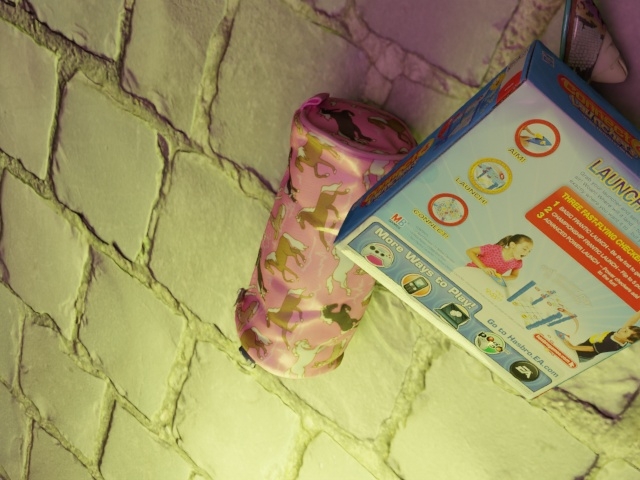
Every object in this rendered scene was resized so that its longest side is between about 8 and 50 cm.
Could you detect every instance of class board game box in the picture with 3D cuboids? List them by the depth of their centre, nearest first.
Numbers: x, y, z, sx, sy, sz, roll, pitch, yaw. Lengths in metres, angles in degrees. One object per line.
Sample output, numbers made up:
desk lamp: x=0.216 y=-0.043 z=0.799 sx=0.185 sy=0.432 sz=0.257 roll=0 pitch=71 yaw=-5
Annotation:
board game box: x=0.226 y=-0.003 z=0.961 sx=0.308 sy=0.086 sz=0.302 roll=39 pitch=131 yaw=-12

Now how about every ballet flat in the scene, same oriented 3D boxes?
ballet flat: x=0.279 y=-0.156 z=0.959 sx=0.079 sy=0.077 sz=0.221 roll=14 pitch=121 yaw=14

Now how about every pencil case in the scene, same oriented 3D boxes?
pencil case: x=0.000 y=0.000 z=1.180 sx=0.160 sy=0.167 sz=0.386 roll=-115 pitch=37 yaw=-49
